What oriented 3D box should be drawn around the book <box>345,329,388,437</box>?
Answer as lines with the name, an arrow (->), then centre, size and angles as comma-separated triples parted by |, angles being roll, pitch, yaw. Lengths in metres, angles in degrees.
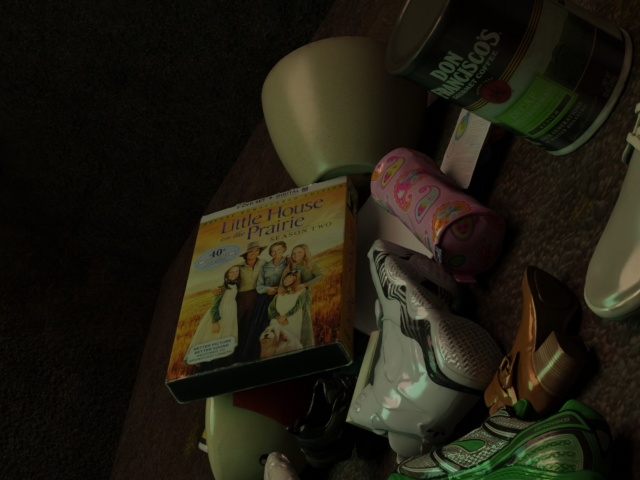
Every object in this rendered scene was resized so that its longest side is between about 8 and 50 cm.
book -> 0.103, 0.221, 1.501 | 0.035, 0.096, 0.144 | -23, 46, 57

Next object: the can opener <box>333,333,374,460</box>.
can opener -> 0.059, 0.263, 1.668 | 0.280, 0.074, 0.093 | -88, -8, -56

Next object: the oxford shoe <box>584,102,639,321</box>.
oxford shoe -> 0.385, -0.124, 1.038 | 0.449, 0.130, 0.169 | -63, 18, 14

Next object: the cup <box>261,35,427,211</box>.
cup -> 0.053, -0.191, 1.904 | 0.331, 0.331, 0.237 | -49, 36, 47

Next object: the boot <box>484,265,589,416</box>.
boot -> 0.250, 0.134, 1.209 | 0.197, 0.073, 0.152 | -85, 20, -55

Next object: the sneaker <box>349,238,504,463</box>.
sneaker -> 0.117, 0.154, 1.422 | 0.210, 0.137, 0.366 | -59, 28, 19

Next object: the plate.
plate -> 0.110, 0.031, 1.679 | 0.277, 0.045, 0.278 | -53, 29, -11

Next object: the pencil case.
pencil case -> 0.175, -0.044, 1.525 | 0.124, 0.124, 0.284 | -62, 29, 15

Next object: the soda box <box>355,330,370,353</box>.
soda box -> 0.103, 0.118, 1.707 | 0.058, 0.063, 0.183 | -50, 22, 38

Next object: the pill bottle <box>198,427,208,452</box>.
pill bottle -> -0.172, 0.370, 2.136 | 0.208, 0.119, 0.119 | -69, 16, -10

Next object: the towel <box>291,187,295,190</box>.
towel -> -0.091, 0.085, 2.067 | 0.243, 0.040, 0.336 | -68, -12, -57

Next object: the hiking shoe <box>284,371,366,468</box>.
hiking shoe -> 0.049, 0.241, 1.520 | 0.227, 0.114, 0.086 | -46, 39, -18

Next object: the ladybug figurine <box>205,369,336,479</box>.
ladybug figurine -> -0.074, 0.251, 1.787 | 0.162, 0.305, 0.449 | -4, 53, 20

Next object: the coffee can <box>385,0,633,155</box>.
coffee can -> 0.257, -0.264, 1.368 | 0.201, 0.275, 0.201 | -57, 19, 31

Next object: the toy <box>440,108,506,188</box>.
toy -> 0.269, -0.189, 1.622 | 0.137, 0.056, 0.237 | -175, 102, -75

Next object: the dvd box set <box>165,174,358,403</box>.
dvd box set -> -0.088, 0.072, 1.696 | 0.307, 0.062, 0.420 | -14, 38, 16

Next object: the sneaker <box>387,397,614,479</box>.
sneaker -> 0.203, 0.262, 1.114 | 0.343, 0.134, 0.146 | -23, 38, 55

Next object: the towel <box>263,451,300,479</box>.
towel -> -0.019, 0.490, 1.352 | 0.332, 0.053, 0.317 | -151, 55, -75
